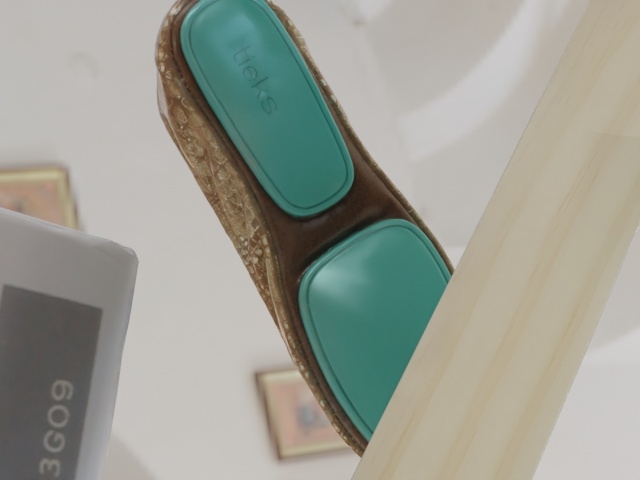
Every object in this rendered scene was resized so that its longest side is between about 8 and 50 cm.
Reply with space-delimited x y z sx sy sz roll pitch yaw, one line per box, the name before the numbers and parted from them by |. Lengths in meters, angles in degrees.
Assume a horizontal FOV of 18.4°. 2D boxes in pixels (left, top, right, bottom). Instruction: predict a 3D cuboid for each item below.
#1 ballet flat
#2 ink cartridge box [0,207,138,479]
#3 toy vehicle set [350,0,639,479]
ballet flat | 0.000 0.000 0.741 0.206 0.073 0.067 65 -18 2
ink cartridge box | -0.247 0.134 0.635 0.385 0.091 0.308 3 -99 35
toy vehicle set | 0.046 0.045 0.532 0.035 0.267 0.166 23 -39 8
